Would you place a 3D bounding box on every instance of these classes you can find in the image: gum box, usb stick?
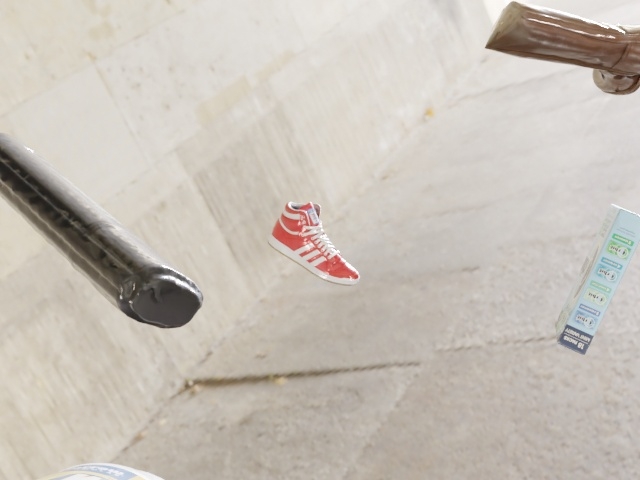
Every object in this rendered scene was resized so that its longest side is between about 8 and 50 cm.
[{"bbox_3d":[0.360,0.046,1.319,0.041,0.184,0.157,24,9,9],"label":"gum box"},{"bbox_3d":[-0.188,-0.014,0.785,0.278,0.077,0.045,34,96,41],"label":"usb stick"}]

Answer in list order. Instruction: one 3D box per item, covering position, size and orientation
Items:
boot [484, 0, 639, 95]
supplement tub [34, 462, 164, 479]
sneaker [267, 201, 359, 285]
[{"bbox_3d":[0.145,-0.114,0.609,0.114,0.037,0.106,2,-6,-10],"label":"boot"},{"bbox_3d":[-0.160,0.220,0.645,0.144,0.144,0.199,-23,-8,8],"label":"supplement tub"},{"bbox_3d":[0.000,0.000,1.159,0.118,0.067,0.042,29,23,15],"label":"sneaker"}]
